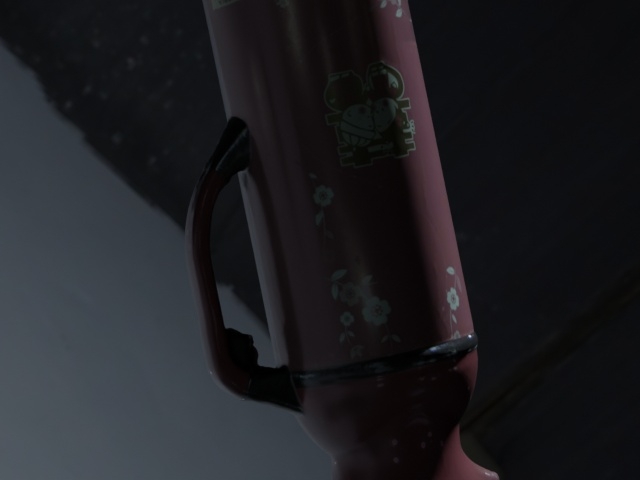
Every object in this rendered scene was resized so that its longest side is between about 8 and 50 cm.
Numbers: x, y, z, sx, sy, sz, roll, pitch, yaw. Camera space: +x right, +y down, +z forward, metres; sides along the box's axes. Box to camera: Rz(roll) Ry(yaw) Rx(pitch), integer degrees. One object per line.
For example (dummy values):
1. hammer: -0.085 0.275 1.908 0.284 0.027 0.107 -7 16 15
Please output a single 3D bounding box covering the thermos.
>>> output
1. thermos: 0.008 -0.002 0.826 0.136 0.109 0.330 -14 93 -51
